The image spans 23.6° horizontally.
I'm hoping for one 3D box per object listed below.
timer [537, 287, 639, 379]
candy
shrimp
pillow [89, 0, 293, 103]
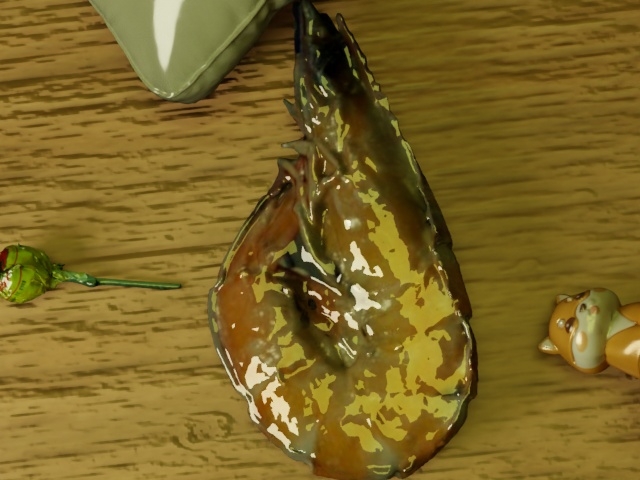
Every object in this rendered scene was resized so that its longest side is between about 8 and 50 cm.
[{"bbox_3d":[0.210,0.063,0.940,0.152,0.132,0.132,9,77,27],"label":"timer"},{"bbox_3d":[-0.152,0.026,0.996,0.122,0.035,0.035,6,121,-6],"label":"candy"},{"bbox_3d":[0.000,0.000,0.978,0.164,0.062,0.317,-14,80,2],"label":"shrimp"},{"bbox_3d":[-0.104,-0.280,0.993,0.255,0.120,0.322,-42,77,18],"label":"pillow"}]
